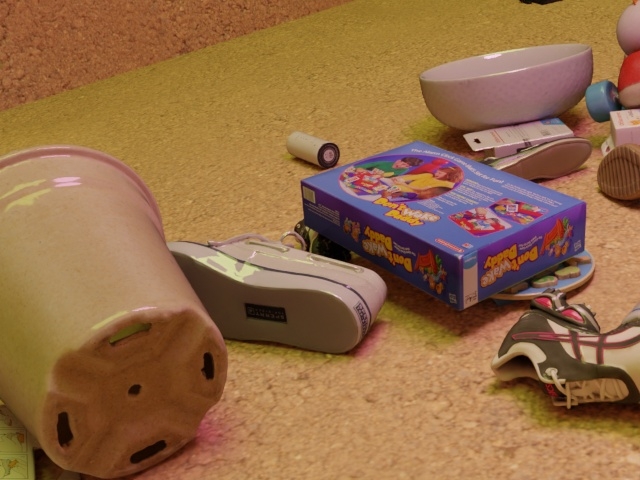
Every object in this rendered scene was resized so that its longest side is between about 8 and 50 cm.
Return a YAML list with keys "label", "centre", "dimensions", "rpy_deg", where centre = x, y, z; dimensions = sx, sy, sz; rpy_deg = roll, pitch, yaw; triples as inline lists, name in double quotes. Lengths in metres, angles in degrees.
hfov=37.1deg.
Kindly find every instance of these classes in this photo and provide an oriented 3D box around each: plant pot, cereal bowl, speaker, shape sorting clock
- label: "plant pot"
  centre: [-0.272, 0.099, 1.118]
  dimensions: [0.333, 0.334, 0.305]
  rpy_deg: [-23, 40, -26]
- label: "cereal bowl"
  centre: [0.370, -0.288, 1.880]
  dimensions: [0.338, 0.141, 0.339]
  rpy_deg: [-9, 16, 3]
- label: "speaker"
  centre: [-0.017, -0.187, 1.954]
  dimensions: [0.055, 0.055, 0.136]
  rpy_deg: [-22, 25, -24]
- label: "shape sorting clock"
  centre: [0.278, 0.031, 1.334]
  dimensions: [0.206, 0.040, 0.206]
  rpy_deg: [-9, 23, 4]

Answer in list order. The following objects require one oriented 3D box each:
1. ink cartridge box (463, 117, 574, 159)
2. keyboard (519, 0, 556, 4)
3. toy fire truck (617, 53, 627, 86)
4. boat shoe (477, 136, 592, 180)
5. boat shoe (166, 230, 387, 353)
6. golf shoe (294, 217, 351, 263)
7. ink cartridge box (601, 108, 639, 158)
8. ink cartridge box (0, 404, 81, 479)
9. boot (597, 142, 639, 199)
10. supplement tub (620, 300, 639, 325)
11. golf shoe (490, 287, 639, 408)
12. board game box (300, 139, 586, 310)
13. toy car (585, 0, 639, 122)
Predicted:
- label: "ink cartridge box"
  centre: [0.358, -0.167, 1.729]
  dimensions: [0.180, 0.060, 0.104]
  rpy_deg: [-10, 23, 1]
- label: "keyboard"
  centre: [0.691, -0.778, 3.043]
  dimensions: [0.108, 0.023, 0.180]
  rpy_deg: [-15, 22, -8]
- label: "toy fire truck"
  centre: [0.768, -0.384, 1.964]
  dimensions: [0.246, 0.159, 0.217]
  rpy_deg: [19, 35, 30]
- label: "boat shoe"
  centre: [0.366, -0.143, 1.642]
  dimensions: [0.206, 0.075, 0.065]
  rpy_deg: [-19, 39, -7]
- label: "boat shoe"
  centre: [-0.073, 0.048, 1.335]
  dimensions: [0.367, 0.136, 0.156]
  rpy_deg: [7, 29, 30]
- label: "golf shoe"
  centre: [0.000, 0.000, 1.514]
  dimensions: [0.093, 0.077, 0.198]
  rpy_deg: [-22, 17, 20]
- label: "ink cartridge box"
  centre: [0.549, -0.169, 1.610]
  dimensions: [0.143, 0.090, 0.092]
  rpy_deg: [-5, 24, 12]
- label: "ink cartridge box"
  centre: [-0.403, 0.272, 1.056]
  dimensions: [0.261, 0.066, 0.296]
  rpy_deg: [9, 17, -21]
- label: "boot"
  centre: [0.580, -0.107, 1.484]
  dimensions: [0.206, 0.090, 0.248]
  rpy_deg: [3, -6, -22]
- label: "supplement tub"
  centre: [0.398, 0.092, 1.102]
  dimensions: [0.071, 0.071, 0.107]
  rpy_deg: [10, 31, 40]
- label: "golf shoe"
  centre: [0.305, 0.143, 1.019]
  dimensions: [0.120, 0.105, 0.272]
  rpy_deg: [-39, 26, -20]
- label: "board game box"
  centre: [0.165, -0.037, 1.354]
  dimensions: [0.233, 0.078, 0.347]
  rpy_deg: [-21, 30, -29]
- label: "toy car"
  centre: [0.600, -0.341, 1.695]
  dimensions: [0.219, 0.238, 0.210]
  rpy_deg: [-13, -12, 42]
